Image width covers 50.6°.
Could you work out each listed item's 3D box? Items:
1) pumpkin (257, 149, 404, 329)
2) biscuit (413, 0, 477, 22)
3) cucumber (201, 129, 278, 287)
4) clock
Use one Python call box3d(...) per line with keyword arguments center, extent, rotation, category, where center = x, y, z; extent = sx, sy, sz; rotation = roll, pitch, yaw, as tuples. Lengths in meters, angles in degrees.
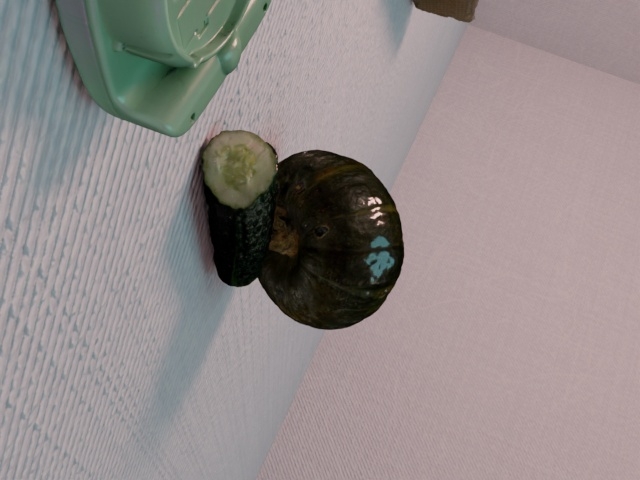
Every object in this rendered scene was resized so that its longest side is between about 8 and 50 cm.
box3d(center=(0.000, 0.000, 0.836), extent=(0.157, 0.223, 0.224), rotation=(-8, 126, -42), category="pumpkin")
box3d(center=(0.237, -0.502, 1.254), extent=(0.426, 0.144, 0.079), rotation=(-20, 131, -80), category="biscuit")
box3d(center=(-0.084, -0.017, 0.720), extent=(0.241, 0.074, 0.074), rotation=(100, 15, -60), category="cucumber")
box3d(center=(-0.081, -0.170, 0.367), extent=(0.211, 0.066, 0.159), rotation=(93, 20, -64), category="clock")
